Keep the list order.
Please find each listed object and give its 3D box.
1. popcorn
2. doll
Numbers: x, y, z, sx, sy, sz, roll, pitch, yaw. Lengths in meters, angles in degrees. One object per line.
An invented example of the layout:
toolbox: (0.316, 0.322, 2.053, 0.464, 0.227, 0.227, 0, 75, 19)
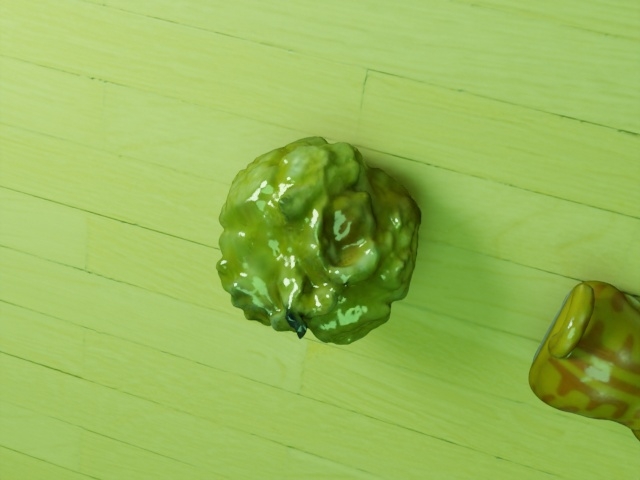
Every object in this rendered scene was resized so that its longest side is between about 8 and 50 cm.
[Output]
popcorn: (-0.007, 0.004, 1.136, 0.249, 0.225, 0.249, 14, 124, 22)
doll: (0.375, 0.156, 1.121, 0.269, 0.162, 0.167, 22, 107, -4)
